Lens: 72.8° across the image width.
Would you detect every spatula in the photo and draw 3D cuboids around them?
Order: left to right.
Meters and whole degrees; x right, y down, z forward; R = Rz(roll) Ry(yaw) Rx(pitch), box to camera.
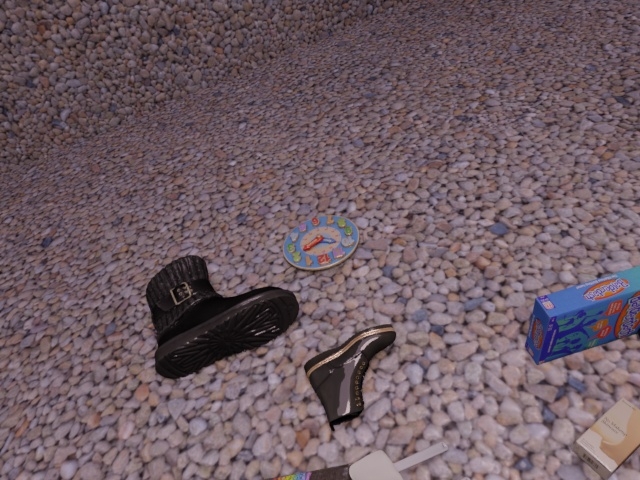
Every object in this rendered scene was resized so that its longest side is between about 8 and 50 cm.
[{"bbox_3d":[0.158,0.363,0.611,0.241,0.019,0.168,6,32,-44],"label":"spatula"}]

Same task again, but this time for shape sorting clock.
[{"bbox_3d":[0.000,0.000,1.133,0.206,0.040,0.206,-9,45,9],"label":"shape sorting clock"}]

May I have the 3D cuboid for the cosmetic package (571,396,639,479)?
[{"bbox_3d":[0.460,0.308,0.680,0.115,0.041,0.060,-33,46,-16],"label":"cosmetic package"}]

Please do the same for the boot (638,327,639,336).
[{"bbox_3d":[0.642,0.172,0.757,0.099,0.045,0.121,-34,53,-13],"label":"boot"}]

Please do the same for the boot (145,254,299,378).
[{"bbox_3d":[-0.241,0.133,1.010,0.347,0.131,0.260,-22,44,-4],"label":"boot"}]

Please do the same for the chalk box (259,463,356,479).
[{"bbox_3d":[-0.067,0.453,0.597,0.288,0.179,0.180,-13,40,6],"label":"chalk box"}]

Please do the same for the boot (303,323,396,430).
[{"bbox_3d":[0.080,0.261,0.835,0.197,0.077,0.137,-31,48,4],"label":"boot"}]

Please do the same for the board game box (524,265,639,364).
[{"bbox_3d":[0.479,0.132,0.765,0.210,0.160,0.047,-18,44,0],"label":"board game box"}]
